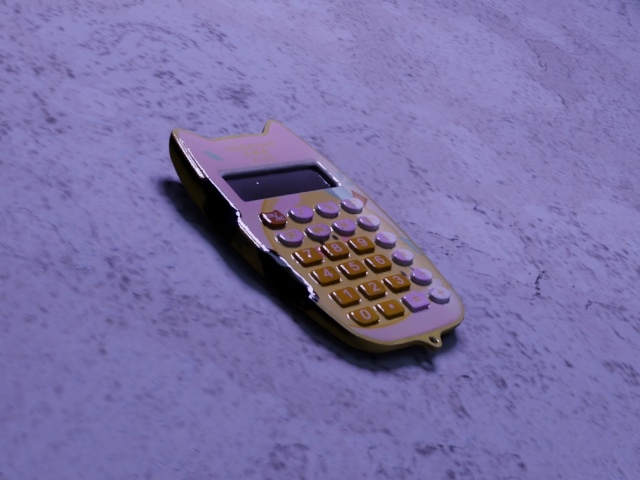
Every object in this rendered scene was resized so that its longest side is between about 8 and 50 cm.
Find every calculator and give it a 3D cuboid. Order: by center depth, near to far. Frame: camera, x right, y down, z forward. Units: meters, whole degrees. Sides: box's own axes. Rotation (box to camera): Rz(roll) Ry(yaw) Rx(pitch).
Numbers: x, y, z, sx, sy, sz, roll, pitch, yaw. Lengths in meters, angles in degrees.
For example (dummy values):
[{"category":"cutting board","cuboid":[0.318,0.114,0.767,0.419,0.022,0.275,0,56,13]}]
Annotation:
[{"category":"calculator","cuboid":[0.000,0.000,0.996,0.236,0.033,0.157,45,30,25]}]
